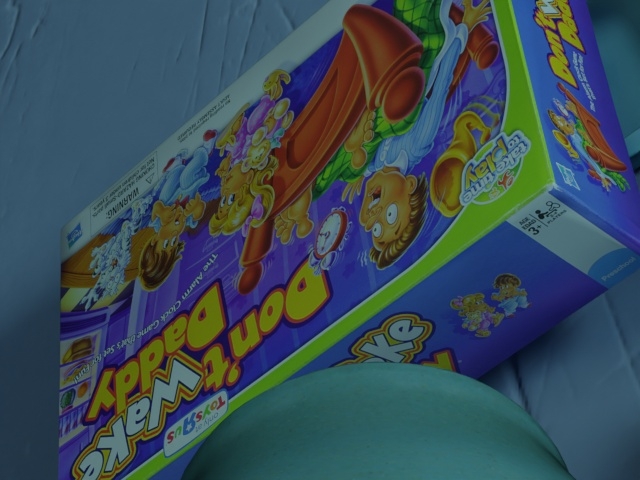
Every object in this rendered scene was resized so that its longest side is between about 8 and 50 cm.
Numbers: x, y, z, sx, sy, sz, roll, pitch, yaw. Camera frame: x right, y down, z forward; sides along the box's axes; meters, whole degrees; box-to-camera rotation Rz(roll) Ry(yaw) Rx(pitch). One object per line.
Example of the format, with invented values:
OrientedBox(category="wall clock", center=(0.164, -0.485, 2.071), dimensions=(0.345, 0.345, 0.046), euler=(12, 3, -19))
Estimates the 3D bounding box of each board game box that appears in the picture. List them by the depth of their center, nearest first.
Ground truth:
OrientedBox(category="board game box", center=(0.000, 0.000, 1.057), dimensions=(0.347, 0.078, 0.233), euler=(-38, 39, 28))

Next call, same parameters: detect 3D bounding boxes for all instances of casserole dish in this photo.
OrientedBox(category="casserole dish", center=(0.150, -0.098, 1.056), dimensions=(0.114, 0.037, 0.188), euler=(-36, 40, 18))

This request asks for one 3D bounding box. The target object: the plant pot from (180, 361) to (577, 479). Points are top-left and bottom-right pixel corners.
OrientedBox(category="plant pot", center=(0.031, 0.185, 0.770), dimensions=(0.271, 0.271, 0.255), euler=(-37, 24, 17))
